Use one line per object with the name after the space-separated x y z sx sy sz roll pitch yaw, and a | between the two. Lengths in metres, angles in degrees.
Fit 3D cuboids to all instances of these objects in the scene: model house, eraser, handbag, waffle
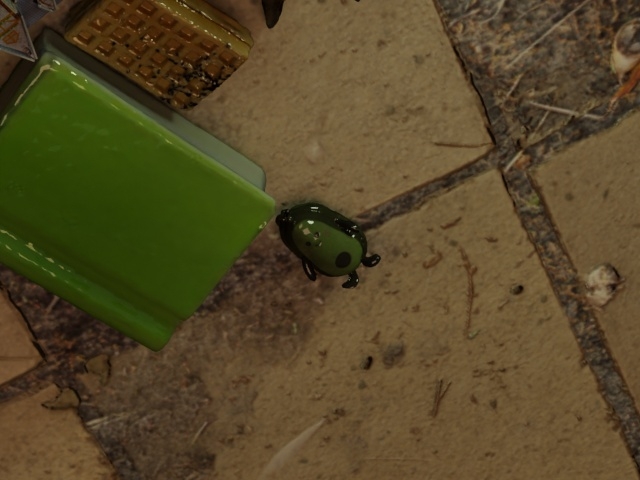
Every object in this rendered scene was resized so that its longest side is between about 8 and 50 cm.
-0.270 -0.225 1.703 0.167 0.117 0.088 -39 136 8 | model house
-0.206 -0.042 1.821 0.274 0.092 0.210 31 108 -27 | eraser
0.000 0.000 1.914 0.111 0.047 0.072 34 106 -29 | handbag
-0.146 -0.185 1.764 0.148 0.042 0.102 32 128 -28 | waffle

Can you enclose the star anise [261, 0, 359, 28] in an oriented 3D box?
-0.023 -0.292 1.698 0.288 0.088 0.288 4 134 4 | star anise
